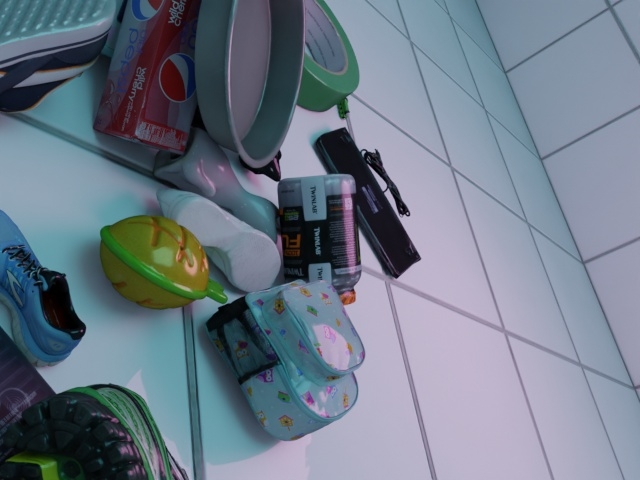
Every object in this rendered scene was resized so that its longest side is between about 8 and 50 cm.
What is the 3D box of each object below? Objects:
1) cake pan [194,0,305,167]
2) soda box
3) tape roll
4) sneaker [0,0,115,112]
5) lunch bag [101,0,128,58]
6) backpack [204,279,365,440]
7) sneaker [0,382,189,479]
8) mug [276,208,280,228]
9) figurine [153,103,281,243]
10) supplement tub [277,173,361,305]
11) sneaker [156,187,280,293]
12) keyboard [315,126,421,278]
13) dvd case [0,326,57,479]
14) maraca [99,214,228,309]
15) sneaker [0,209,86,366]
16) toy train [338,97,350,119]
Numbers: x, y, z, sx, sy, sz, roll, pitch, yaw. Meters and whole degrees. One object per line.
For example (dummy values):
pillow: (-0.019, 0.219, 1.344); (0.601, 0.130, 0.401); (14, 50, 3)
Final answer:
cake pan: (-0.086, -0.242, 0.881); (0.293, 0.054, 0.293); (9, 90, -77)
soda box: (-0.195, -0.248, 0.854); (0.083, 0.092, 0.263); (12, 95, -53)
tape roll: (-0.049, -0.416, 1.380); (0.321, 0.077, 0.321); (36, 38, -34)
sneaker: (-0.364, -0.183, 0.672); (0.321, 0.127, 0.126); (-18, 73, -35)
lunch bag: (-0.273, -0.361, 0.919); (0.223, 0.160, 0.262); (21, 59, -53)
backpack: (-0.029, 0.147, 0.855); (0.166, 0.144, 0.188); (-7, 73, -64)
sneaker: (-0.138, 0.279, 0.579); (0.146, 0.134, 0.343); (-13, 86, -80)
mug: (-0.036, -0.041, 1.087); (0.064, 0.062, 0.078); (10, 79, -43)
figurine: (-0.128, -0.114, 0.995); (0.209, 0.092, 0.214); (39, 36, -39)
supplement tub: (0.000, 0.000, 1.006); (0.117, 0.117, 0.190); (-9, 95, -59)
sneaker: (-0.134, -0.007, 0.908); (0.094, 0.080, 0.212); (32, -11, 45)
keyboard: (0.108, -0.087, 1.376); (0.201, 0.033, 0.317); (-30, 91, -54)
dvd case: (-0.302, 0.132, 0.559); (0.221, 0.018, 0.164); (55, 23, -10)
maraca: (-0.175, 0.029, 0.779); (0.127, 0.099, 0.186); (42, 5, 27)
sneaker: (-0.271, 0.036, 0.650); (0.162, 0.073, 0.063); (59, 30, -2)
toy train: (0.049, -0.296, 1.476); (0.017, 0.024, 0.083); (26, 43, -44)
